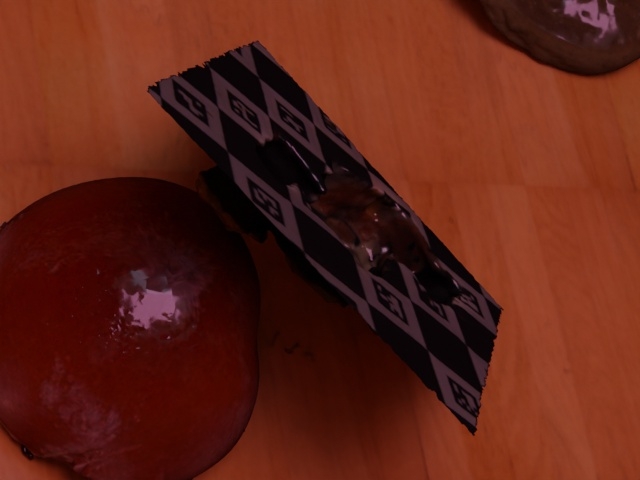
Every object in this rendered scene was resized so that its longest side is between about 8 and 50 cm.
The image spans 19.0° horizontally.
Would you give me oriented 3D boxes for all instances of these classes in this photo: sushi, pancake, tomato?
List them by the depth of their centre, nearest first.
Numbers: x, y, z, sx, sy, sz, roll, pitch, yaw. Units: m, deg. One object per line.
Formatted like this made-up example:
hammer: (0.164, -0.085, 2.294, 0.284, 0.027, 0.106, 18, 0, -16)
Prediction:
tomato: (-0.127, 0.043, 1.261, 0.199, 0.112, 0.228, -4, 63, -26)
sushi: (0.000, 0.000, 1.303, 0.294, 0.059, 0.292, 48, 16, -3)
pancake: (0.210, -0.258, 1.594, 0.241, 0.050, 0.242, 6, 78, -28)
